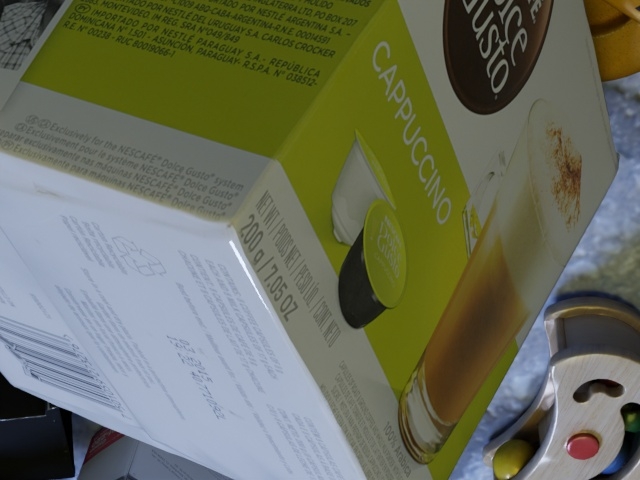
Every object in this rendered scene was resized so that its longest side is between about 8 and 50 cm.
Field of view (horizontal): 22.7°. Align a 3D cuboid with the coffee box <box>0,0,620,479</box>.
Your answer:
[{"bbox_3d":[-0.048,-0.074,1.002,0.338,0.334,0.337,17,150,31],"label":"coffee box"}]

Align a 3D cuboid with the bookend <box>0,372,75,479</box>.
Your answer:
[{"bbox_3d":[-0.301,0.155,1.398,0.157,0.072,0.156,-6,150,-6],"label":"bookend"}]

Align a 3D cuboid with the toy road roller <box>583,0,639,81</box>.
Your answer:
[{"bbox_3d":[0.260,-0.195,1.082,0.329,0.202,0.240,32,134,-8],"label":"toy road roller"}]

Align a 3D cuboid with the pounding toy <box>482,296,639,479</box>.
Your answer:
[{"bbox_3d":[0.235,0.158,1.339,0.154,0.155,0.269,29,122,-18],"label":"pounding toy"}]

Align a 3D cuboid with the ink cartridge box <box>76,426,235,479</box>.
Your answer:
[{"bbox_3d":[-0.148,0.273,1.425,0.092,0.218,0.158,-35,113,25],"label":"ink cartridge box"}]
